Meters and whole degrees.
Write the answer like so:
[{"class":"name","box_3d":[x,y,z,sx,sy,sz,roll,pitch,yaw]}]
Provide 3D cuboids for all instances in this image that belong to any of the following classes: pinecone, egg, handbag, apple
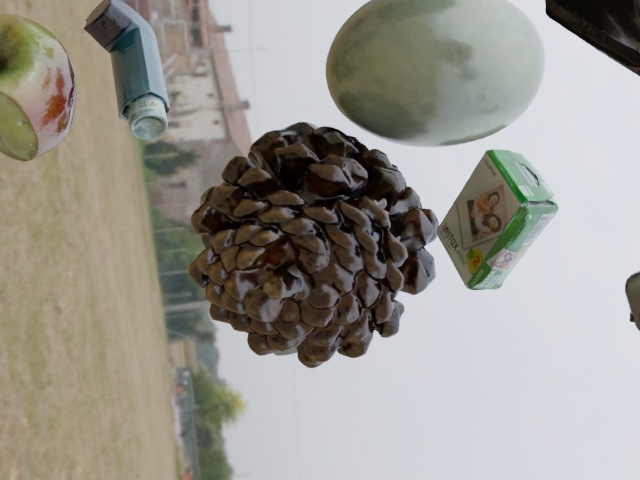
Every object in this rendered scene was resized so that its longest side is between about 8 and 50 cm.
[{"class":"pinecone","box_3d":[0.000,0.000,1.256,0.397,0.397,0.398,173,-90,-79]},{"class":"egg","box_3d":[0.183,-0.276,1.219,0.258,0.351,0.259,-178,-90,-79]},{"class":"handbag","box_3d":[0.304,-0.300,0.819,0.223,0.080,0.247,49,6,-43]},{"class":"apple","box_3d":[-0.447,-0.226,1.126,0.207,0.173,0.188,48,-16,18]}]

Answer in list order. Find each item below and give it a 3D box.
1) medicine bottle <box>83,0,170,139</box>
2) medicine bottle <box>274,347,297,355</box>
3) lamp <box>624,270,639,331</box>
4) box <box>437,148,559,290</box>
[{"class":"medicine bottle","box_3d":[-0.317,-0.288,1.284,0.124,0.079,0.259,28,37,-51]},{"class":"medicine bottle","box_3d":[-0.072,0.088,1.788,0.290,0.244,0.245,62,-8,-9]},{"class":"lamp","box_3d":[0.537,0.095,1.063,0.203,0.124,0.283,65,-3,-23]},{"class":"box","box_3d":[0.344,-0.037,1.510,0.250,0.102,0.180,-62,-144,37]}]
